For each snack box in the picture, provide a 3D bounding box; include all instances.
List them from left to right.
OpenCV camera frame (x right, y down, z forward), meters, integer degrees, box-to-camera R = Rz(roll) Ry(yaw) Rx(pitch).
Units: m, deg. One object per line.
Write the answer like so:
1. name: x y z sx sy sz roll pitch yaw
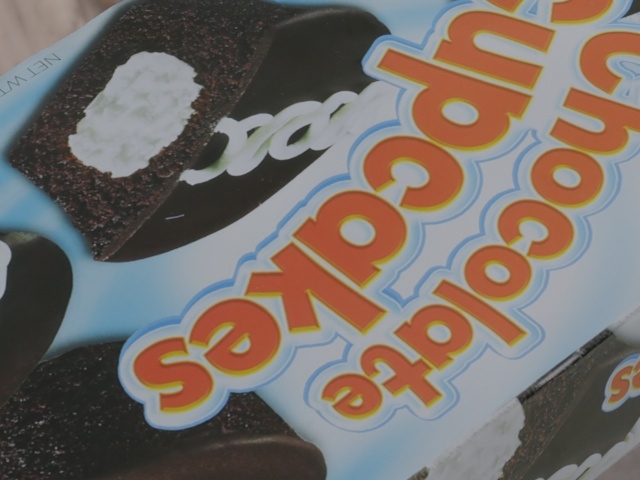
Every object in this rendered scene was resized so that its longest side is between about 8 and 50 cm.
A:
1. snack box: 0.000 0.000 0.515 0.187 0.322 0.060 39 154 36
